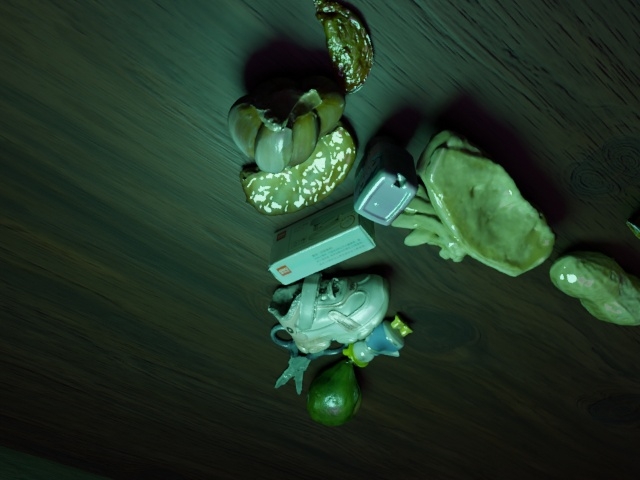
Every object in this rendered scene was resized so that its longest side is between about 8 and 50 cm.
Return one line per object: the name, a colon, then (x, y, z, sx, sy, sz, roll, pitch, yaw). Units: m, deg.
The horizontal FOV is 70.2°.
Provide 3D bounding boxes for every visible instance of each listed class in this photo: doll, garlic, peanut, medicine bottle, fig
doll: (0.169, 0.317, 1.404, 0.241, 0.099, 0.135, -36, 143, 32)
garlic: (-0.070, -0.241, 0.890, 0.160, 0.214, 0.191, 38, 155, 7)
peanut: (0.722, 0.120, 1.166, 0.313, 0.149, 0.149, 29, 127, -20)
medicine bottle: (0.131, -0.137, 0.939, 0.094, 0.188, 0.119, 23, 129, -16)
fig: (0.053, 0.495, 1.534, 0.195, 0.195, 0.245, 11, 98, -5)

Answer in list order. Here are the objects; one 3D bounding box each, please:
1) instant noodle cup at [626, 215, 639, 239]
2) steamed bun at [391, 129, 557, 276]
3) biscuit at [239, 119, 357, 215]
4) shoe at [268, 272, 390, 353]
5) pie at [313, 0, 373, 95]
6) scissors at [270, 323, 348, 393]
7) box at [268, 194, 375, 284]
instant noodle cup: (0.831, -0.014, 0.991, 0.230, 0.230, 0.182, 35, 116, -24)
steamed bun: (0.324, -0.052, 1.033, 0.427, 0.189, 0.247, 32, 96, -26)
biscuit: (-0.042, -0.148, 1.039, 0.299, 0.045, 0.154, -23, 125, 21)
shoe: (0.018, 0.178, 1.242, 0.351, 0.172, 0.198, -33, 119, 27)
pie: (0.051, -0.362, 0.852, 0.088, 0.033, 0.191, -12, 130, 10)
scissors: (-0.069, 0.422, 1.558, 0.255, 0.029, 0.384, 11, 130, -9)
box: (0.000, 0.000, 1.107, 0.269, 0.135, 0.079, -24, 126, 24)
